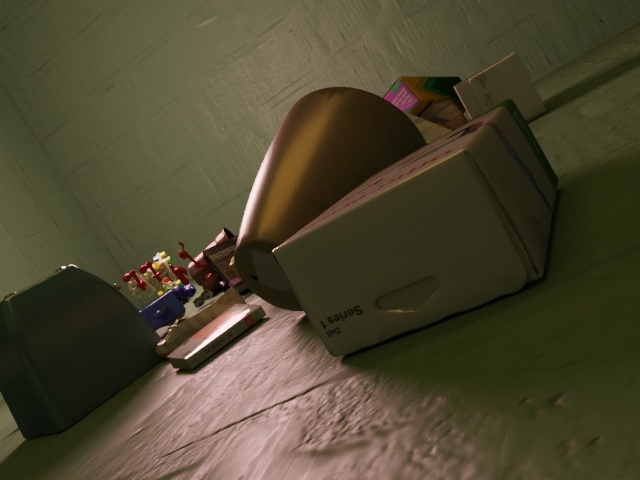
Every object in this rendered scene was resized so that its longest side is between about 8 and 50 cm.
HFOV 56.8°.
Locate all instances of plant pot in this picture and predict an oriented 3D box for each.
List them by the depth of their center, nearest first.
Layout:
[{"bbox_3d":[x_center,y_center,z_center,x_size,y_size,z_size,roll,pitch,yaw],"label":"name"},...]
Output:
[{"bbox_3d":[-0.003,-0.040,0.849,0.256,0.256,0.274,-25,23,45],"label":"plant pot"},{"bbox_3d":[-0.495,0.196,1.144,0.248,0.252,0.247,-25,8,46],"label":"plant pot"},{"bbox_3d":[-0.313,0.074,1.850,0.165,0.167,0.167,-39,5,2],"label":"plant pot"}]

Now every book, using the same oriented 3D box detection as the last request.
[{"bbox_3d":[-0.164,0.150,0.934,0.144,0.035,0.096,-34,10,-30],"label":"book"}]

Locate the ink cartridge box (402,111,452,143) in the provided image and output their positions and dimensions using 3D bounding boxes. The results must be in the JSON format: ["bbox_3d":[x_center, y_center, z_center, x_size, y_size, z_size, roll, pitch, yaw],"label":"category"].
[{"bbox_3d":[0.257,-0.224,1.436,0.134,0.231,0.078,-35,-37,-39],"label":"ink cartridge box"}]

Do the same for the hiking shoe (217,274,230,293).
[{"bbox_3d":[-0.209,0.064,1.557,0.132,0.113,0.304,-20,11,-7],"label":"hiking shoe"}]

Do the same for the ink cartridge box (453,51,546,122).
[{"bbox_3d":[0.467,-0.374,1.550,0.168,0.171,0.232,-29,6,21],"label":"ink cartridge box"}]

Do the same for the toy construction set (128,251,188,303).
[{"bbox_3d":[-0.591,0.156,2.217,0.151,0.215,0.327,-31,5,5],"label":"toy construction set"}]

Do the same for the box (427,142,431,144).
[{"bbox_3d":[0.131,-0.139,1.211,0.293,0.073,0.296,-22,13,-41],"label":"box"}]

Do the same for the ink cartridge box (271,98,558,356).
[{"bbox_3d":[0.110,-0.025,0.585,0.201,0.117,0.278,-28,7,30],"label":"ink cartridge box"}]

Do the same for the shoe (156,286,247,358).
[{"bbox_3d":[-0.224,0.152,1.087,0.219,0.058,0.076,-29,6,22],"label":"shoe"}]

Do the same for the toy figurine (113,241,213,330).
[{"bbox_3d":[-0.454,0.172,1.554,0.363,0.191,0.217,-33,10,-9],"label":"toy figurine"}]

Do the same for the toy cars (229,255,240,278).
[{"bbox_3d":[0.000,0.000,1.164,0.176,0.087,0.394,-7,17,47],"label":"toy cars"}]

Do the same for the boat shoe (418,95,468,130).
[{"bbox_3d":[0.283,-0.248,1.671,0.122,0.110,0.341,-20,-23,-37],"label":"boat shoe"}]

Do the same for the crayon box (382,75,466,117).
[{"bbox_3d":[0.244,-0.324,1.766,0.313,0.106,0.363,-15,-26,-46],"label":"crayon box"}]

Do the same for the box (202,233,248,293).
[{"bbox_3d":[-0.194,0.052,1.411,0.116,0.029,0.162,-26,45,-26],"label":"box"}]
